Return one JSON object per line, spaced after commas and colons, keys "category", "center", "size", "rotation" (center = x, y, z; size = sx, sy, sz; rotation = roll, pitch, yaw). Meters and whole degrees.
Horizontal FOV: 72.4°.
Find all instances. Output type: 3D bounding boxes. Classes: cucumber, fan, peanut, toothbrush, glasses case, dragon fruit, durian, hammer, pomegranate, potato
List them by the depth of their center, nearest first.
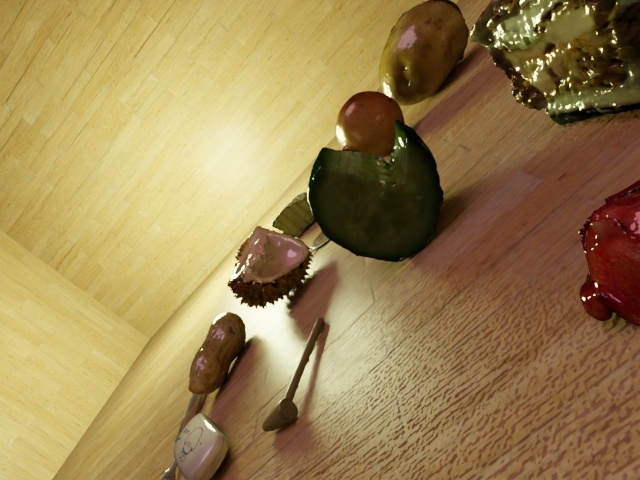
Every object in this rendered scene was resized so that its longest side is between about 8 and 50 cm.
{"category": "dragon fruit", "center": [0.209, -0.005, 0.271], "size": [0.126, 0.068, 0.112], "rotation": [-49, 12, -6]}
{"category": "hammer", "center": [-0.031, 0.185, 0.633], "size": [0.060, 0.028, 0.195], "rotation": [-48, 8, 36]}
{"category": "cucumber", "center": [0.080, -0.066, 0.641], "size": [0.191, 0.191, 0.130], "rotation": [-45, 12, 17]}
{"category": "glasses case", "center": [-0.189, 0.322, 0.686], "size": [0.076, 0.049, 0.197], "rotation": [-53, 13, -22]}
{"category": "toothbrush", "center": [-0.263, 0.362, 0.868], "size": [0.037, 0.028, 0.375], "rotation": [-51, 12, 14]}
{"category": "peanut", "center": [-0.222, 0.238, 0.954], "size": [0.099, 0.099, 0.214], "rotation": [-38, 15, 39]}
{"category": "durian", "center": [-0.112, 0.076, 0.991], "size": [0.250, 0.182, 0.138], "rotation": [-93, 9, -68]}
{"category": "fan", "center": [0.000, 0.000, 1.093], "size": [0.220, 0.009, 0.132], "rotation": [-52, 12, -15]}
{"category": "pomegranate", "center": [0.131, -0.301, 1.173], "size": [0.191, 0.191, 0.191], "rotation": [-46, 13, 14]}
{"category": "potato", "center": [0.270, -0.500, 1.234], "size": [0.285, 0.242, 0.243], "rotation": [-20, 30, 52]}

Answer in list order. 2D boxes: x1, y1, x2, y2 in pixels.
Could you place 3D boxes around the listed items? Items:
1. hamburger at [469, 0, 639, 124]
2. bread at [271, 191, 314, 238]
{"category": "hamburger", "center": [0.297, -0.246, 0.447], "size": [0.192, 0.167, 0.288], "rotation": [-51, 12, -1]}
{"category": "bread", "center": [-0.071, -0.088, 1.378], "size": [0.156, 0.103, 0.110], "rotation": [-35, 23, 27]}
